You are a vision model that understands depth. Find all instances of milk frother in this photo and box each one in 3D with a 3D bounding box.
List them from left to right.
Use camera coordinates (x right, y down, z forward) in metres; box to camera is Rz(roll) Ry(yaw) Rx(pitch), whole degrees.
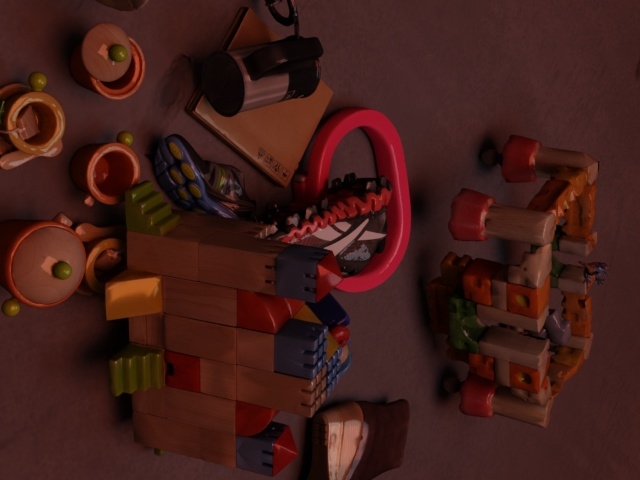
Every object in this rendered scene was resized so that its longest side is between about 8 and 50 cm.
[{"bbox_3d":[-0.081,-0.247,1.203,0.134,0.129,0.143,-22,71,-42],"label":"milk frother"}]

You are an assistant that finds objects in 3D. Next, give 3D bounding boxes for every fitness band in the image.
[{"bbox_3d":[0.053,-0.058,1.442,0.209,0.054,0.291,-31,122,-40],"label":"fitness band"}]

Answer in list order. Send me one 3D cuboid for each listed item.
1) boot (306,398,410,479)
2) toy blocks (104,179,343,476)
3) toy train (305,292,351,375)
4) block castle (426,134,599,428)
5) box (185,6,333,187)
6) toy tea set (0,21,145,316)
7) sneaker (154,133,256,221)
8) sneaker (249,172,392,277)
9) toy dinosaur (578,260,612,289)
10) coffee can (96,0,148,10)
[{"bbox_3d":[0.064,0.382,1.533,0.206,0.090,0.249,4,94,-44],"label":"boot"},{"bbox_3d":[-0.094,0.128,1.146,0.191,0.260,0.382,-43,139,-62],"label":"toy blocks"},{"bbox_3d":[-0.064,0.189,1.365,0.248,0.105,0.143,-34,143,-10],"label":"toy train"},{"bbox_3d":[0.336,0.076,1.656,0.303,0.212,0.453,-43,135,-45],"label":"block castle"},{"bbox_3d":[-0.076,-0.191,1.292,0.201,0.021,0.164,38,72,-43],"label":"box"},{"bbox_3d":[-0.266,-0.073,1.053,0.200,0.124,0.336,-7,105,-44],"label":"toy tea set"},{"bbox_3d":[-0.147,-0.076,1.230,0.188,0.067,0.078,47,48,-41],"label":"sneaker"},{"bbox_3d":[0.000,0.000,1.283,0.276,0.097,0.135,-22,113,-43],"label":"sneaker"},{"bbox_3d":[0.476,0.048,1.633,0.082,0.047,0.090,-68,142,-53],"label":"toy dinosaur"},{"bbox_3d":[-0.171,-0.410,1.007,0.275,0.201,0.201,-52,132,-23],"label":"coffee can"}]
